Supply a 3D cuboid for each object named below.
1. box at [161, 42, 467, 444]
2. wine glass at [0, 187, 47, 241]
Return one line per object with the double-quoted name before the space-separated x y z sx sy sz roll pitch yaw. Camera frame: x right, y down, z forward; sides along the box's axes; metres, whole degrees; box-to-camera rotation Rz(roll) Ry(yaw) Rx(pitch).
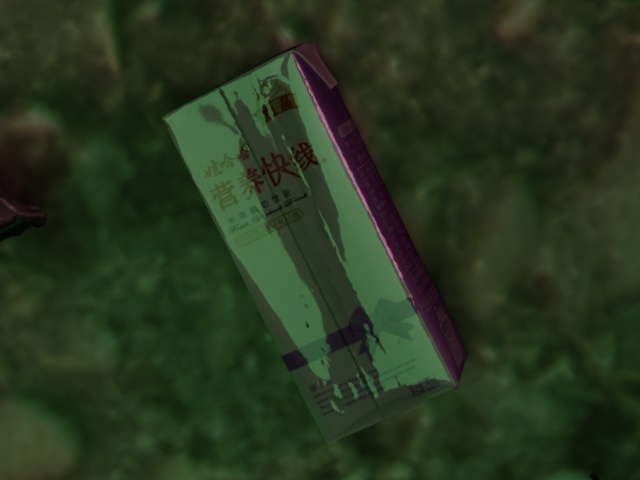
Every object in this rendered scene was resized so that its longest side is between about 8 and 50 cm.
"box" 0.000 0.000 0.510 0.050 0.036 0.117 -24 95 13
"wine glass" -0.168 -0.067 0.486 0.122 0.122 0.183 -21 93 12
